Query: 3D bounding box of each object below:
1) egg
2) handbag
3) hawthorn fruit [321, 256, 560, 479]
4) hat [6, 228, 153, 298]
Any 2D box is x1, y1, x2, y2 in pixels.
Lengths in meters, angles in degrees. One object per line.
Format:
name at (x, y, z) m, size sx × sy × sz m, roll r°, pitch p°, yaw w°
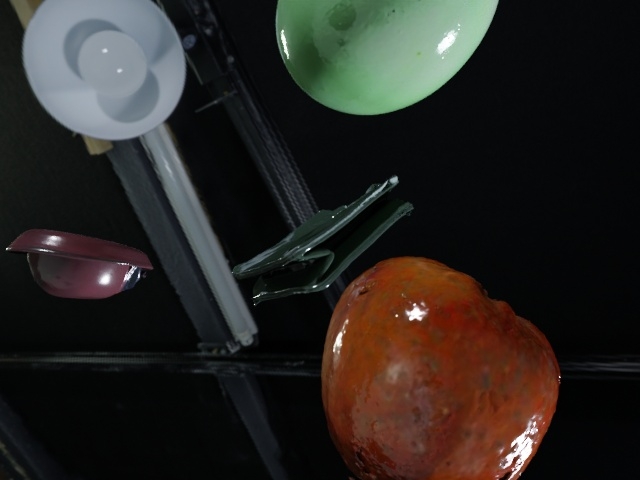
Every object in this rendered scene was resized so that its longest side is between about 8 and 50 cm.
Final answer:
egg at (0.073, -0.263, 0.640) m, size 0.269 × 0.220 × 0.220 m, roll -19°, pitch -70°, yaw 37°
handbag at (0.001, 0.002, 0.947) m, size 0.079 × 0.260 × 0.247 m, roll 57°, pitch -31°, yaw -9°
hawthorn fruit at (0.117, 0.184, 0.625) m, size 0.276 × 0.307 × 0.276 m, roll 23°, pitch -13°, yaw 6°
hat at (-0.359, 0.043, 0.837) m, size 0.205 × 0.205 × 0.089 m, roll 4°, pitch -100°, yaw 24°
